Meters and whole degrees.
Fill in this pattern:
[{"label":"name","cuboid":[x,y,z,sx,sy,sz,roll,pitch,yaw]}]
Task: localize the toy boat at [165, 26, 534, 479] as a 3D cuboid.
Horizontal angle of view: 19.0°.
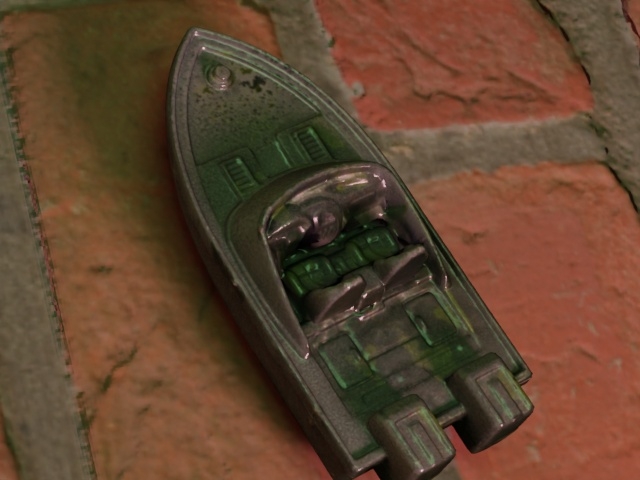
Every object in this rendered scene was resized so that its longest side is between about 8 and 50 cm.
[{"label":"toy boat","cuboid":[0.000,0.000,1.165,0.141,0.092,0.319,-25,74,-30]}]
